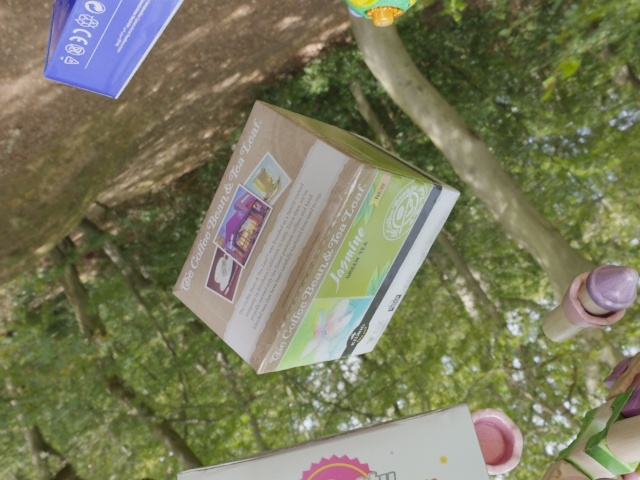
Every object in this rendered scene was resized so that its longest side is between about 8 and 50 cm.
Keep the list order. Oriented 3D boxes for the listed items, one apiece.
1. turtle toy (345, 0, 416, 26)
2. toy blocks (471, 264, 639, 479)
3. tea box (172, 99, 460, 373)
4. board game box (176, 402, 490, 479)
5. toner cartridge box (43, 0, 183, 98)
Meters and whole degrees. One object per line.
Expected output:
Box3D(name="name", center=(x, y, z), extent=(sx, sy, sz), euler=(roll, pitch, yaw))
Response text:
Box3D(name="turtle toy", center=(0.051, -0.240, 0.575), extent=(0.095, 0.066, 0.130), euler=(-39, -138, -3))
Box3D(name="toy blocks", center=(0.340, 0.203, 0.646), extent=(0.288, 0.309, 0.260), euler=(-44, 166, -22))
Box3D(name="tea box", center=(0.000, 0.000, 0.997), extent=(0.323, 0.220, 0.329), euler=(4, 117, -54))
Box3D(name="board game box", center=(0.017, 0.229, 0.587), extent=(0.223, 0.098, 0.303), euler=(-13, 162, -2))
Box3D(name="toner cartridge box", center=(-0.137, -0.268, 0.500), extent=(0.347, 0.075, 0.165), euler=(-25, -121, 52))
